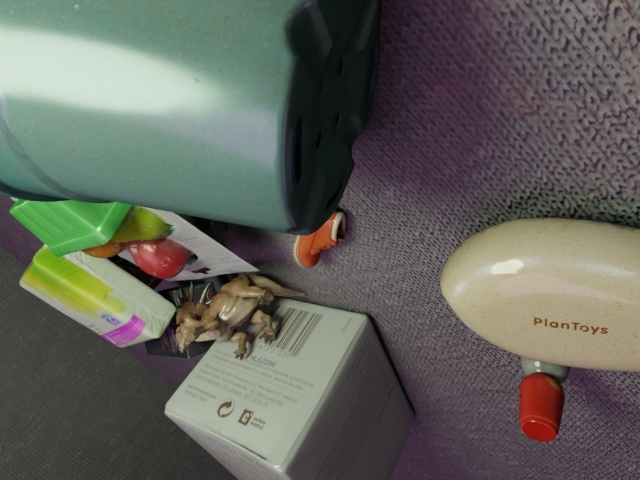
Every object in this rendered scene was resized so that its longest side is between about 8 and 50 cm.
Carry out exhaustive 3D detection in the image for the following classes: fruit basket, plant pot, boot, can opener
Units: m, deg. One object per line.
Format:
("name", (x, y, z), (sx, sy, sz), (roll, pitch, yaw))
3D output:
("fruit basket", (-0.331, -0.025, 0.791), (0.326, 0.166, 0.353), (-10, 148, 41))
("plant pot", (-0.133, -0.167, 0.440), (0.333, 0.341, 0.341), (15, 140, 16))
("boot", (0.000, 0.000, 0.726), (0.084, 0.059, 0.158), (20, 141, 14))
("can opener", (-0.235, 0.029, 0.940), (0.093, 0.074, 0.281), (19, 141, 26))

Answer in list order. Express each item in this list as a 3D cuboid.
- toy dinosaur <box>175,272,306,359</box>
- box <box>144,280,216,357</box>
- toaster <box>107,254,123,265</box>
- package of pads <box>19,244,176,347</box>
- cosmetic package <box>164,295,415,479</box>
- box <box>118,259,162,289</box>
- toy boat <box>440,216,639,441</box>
("toy dinosaur", (-0.190, 0.134, 0.911), (0.200, 0.295, 0.127), (43, 160, 56))
("box", (-0.352, 0.200, 1.128), (0.270, 0.143, 0.166), (-13, 90, 48))
("toaster", (-0.532, -0.022, 1.054), (0.185, 0.168, 0.110), (19, 143, 22))
("package of pads", (-0.506, 0.124, 0.985), (0.296, 0.101, 0.229), (43, 141, -23))
("cosmetic package", (-0.039, 0.379, 0.954), (0.329, 0.328, 0.394), (4, 135, 37))
("box", (-0.490, 0.039, 1.136), (0.206, 0.114, 0.036), (30, 144, 9))
("toy boat", (0.288, 0.101, 0.541), (0.267, 0.148, 0.319), (9, 129, 27))
